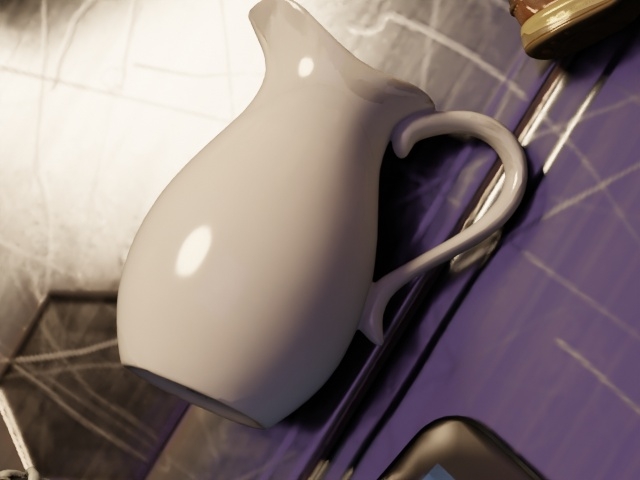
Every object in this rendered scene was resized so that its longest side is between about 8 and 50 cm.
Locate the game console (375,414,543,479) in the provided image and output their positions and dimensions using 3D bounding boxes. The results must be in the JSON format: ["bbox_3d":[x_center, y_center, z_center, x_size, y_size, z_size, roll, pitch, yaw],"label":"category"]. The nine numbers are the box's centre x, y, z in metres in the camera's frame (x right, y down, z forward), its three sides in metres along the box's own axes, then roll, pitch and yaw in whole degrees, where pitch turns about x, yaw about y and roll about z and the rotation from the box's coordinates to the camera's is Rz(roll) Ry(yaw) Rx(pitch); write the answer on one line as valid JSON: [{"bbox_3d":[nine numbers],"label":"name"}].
[{"bbox_3d":[0.046,0.265,0.716,0.173,0.250,0.293,39,95,-8],"label":"game console"}]

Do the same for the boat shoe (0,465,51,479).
[{"bbox_3d":[-0.165,0.173,0.825,0.301,0.108,0.102,40,84,23],"label":"boat shoe"}]

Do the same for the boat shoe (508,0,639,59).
[{"bbox_3d":[0.177,-0.159,0.792,0.178,0.064,0.060,-26,77,15],"label":"boat shoe"}]

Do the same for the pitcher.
[{"bbox_3d":[0.000,0.000,0.802,0.178,0.125,0.207,24,78,4],"label":"pitcher"}]
